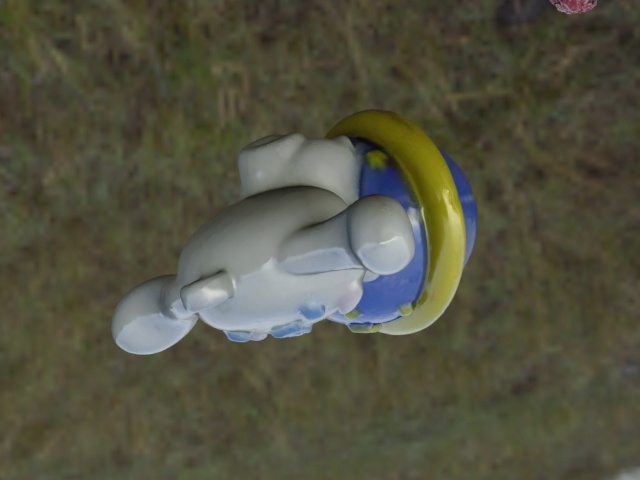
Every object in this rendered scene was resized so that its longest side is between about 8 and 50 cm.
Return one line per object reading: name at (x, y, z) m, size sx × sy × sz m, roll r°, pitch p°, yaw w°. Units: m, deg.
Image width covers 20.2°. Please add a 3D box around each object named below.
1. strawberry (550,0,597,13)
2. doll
strawberry at (0.200, -0.226, 1.408) m, size 0.083 × 0.096 × 0.083 m, roll -3°, pitch -172°, yaw 0°
doll at (0.013, -0.017, 1.215) m, size 0.243 × 0.159 × 0.311 m, roll -1°, pitch 173°, yaw -25°
